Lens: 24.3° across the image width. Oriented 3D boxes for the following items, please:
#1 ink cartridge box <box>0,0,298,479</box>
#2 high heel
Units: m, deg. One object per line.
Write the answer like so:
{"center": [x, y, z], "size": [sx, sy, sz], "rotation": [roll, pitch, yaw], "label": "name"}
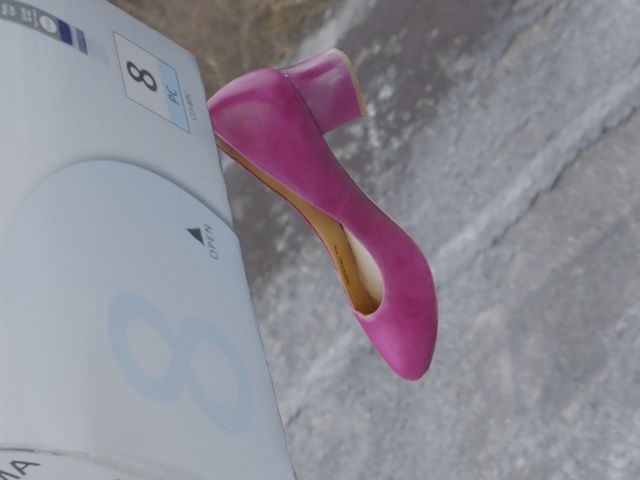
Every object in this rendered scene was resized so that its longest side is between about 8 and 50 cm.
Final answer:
{"center": [-0.185, -0.033, 0.665], "size": [0.091, 0.385, 0.308], "rotation": [-33, 51, 24], "label": "ink cartridge box"}
{"center": [0.000, 0.000, 0.994], "size": [0.117, 0.244, 0.082], "rotation": [-27, 23, -29], "label": "high heel"}
